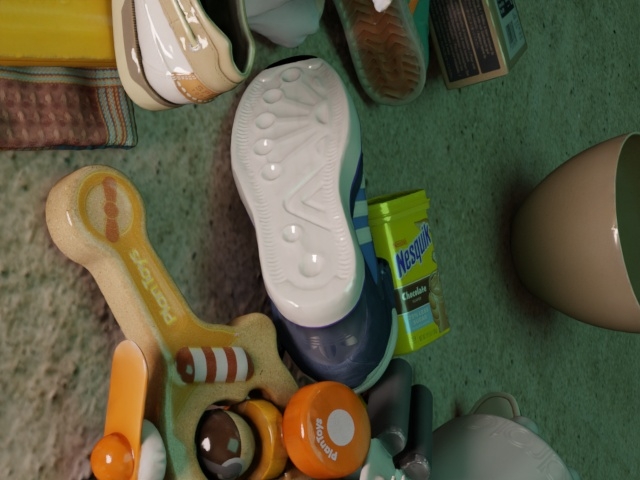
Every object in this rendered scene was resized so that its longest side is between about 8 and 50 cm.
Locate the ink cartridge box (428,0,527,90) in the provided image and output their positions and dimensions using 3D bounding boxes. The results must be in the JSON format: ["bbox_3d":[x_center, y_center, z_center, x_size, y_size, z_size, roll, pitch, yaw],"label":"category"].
[{"bbox_3d":[0.194,-0.314,1.453,0.235,0.088,0.193,-49,124,-66],"label":"ink cartridge box"}]

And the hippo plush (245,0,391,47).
[{"bbox_3d":[-0.025,-0.310,1.049,0.294,0.236,0.234,-20,99,-55],"label":"hippo plush"}]

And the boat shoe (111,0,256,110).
[{"bbox_3d":[-0.111,-0.260,0.887,0.113,0.103,0.302,-18,101,-56],"label":"boat shoe"}]

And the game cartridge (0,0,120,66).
[{"bbox_3d":[-0.227,-0.295,0.852,0.285,0.052,0.324,-13,94,-56],"label":"game cartridge"}]

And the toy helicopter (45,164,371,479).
[{"bbox_3d":[-0.130,0.106,0.927,0.235,0.140,0.355,-37,101,-43],"label":"toy helicopter"}]

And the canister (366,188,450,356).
[{"bbox_3d":[0.086,0.035,1.269,0.126,0.073,0.170,-20,100,-55],"label":"canister"}]

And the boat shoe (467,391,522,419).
[{"bbox_3d":[0.215,0.315,1.365,0.079,0.095,0.255,28,61,-47],"label":"boat shoe"}]

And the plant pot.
[{"bbox_3d":[0.385,0.001,1.604,0.284,0.190,0.284,20,66,-53],"label":"plant pot"}]

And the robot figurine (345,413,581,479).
[{"bbox_3d":[0.138,0.309,1.155,0.300,0.200,0.353,46,37,13],"label":"robot figurine"}]

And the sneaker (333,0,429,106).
[{"bbox_3d":[0.064,-0.311,1.285,0.121,0.108,0.302,-77,159,-52],"label":"sneaker"}]

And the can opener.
[{"bbox_3d":[0.057,0.202,1.041,0.074,0.093,0.280,53,21,-13],"label":"can opener"}]

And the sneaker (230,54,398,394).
[{"bbox_3d":[0.001,0.000,1.142,0.236,0.130,0.323,70,10,-54],"label":"sneaker"}]

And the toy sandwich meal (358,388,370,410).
[{"bbox_3d":[0.053,0.162,1.227,0.085,0.029,0.086,19,67,-52],"label":"toy sandwich meal"}]

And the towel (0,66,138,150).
[{"bbox_3d":[-0.259,-0.253,0.873,0.271,0.040,0.370,-8,89,-55],"label":"towel"}]
